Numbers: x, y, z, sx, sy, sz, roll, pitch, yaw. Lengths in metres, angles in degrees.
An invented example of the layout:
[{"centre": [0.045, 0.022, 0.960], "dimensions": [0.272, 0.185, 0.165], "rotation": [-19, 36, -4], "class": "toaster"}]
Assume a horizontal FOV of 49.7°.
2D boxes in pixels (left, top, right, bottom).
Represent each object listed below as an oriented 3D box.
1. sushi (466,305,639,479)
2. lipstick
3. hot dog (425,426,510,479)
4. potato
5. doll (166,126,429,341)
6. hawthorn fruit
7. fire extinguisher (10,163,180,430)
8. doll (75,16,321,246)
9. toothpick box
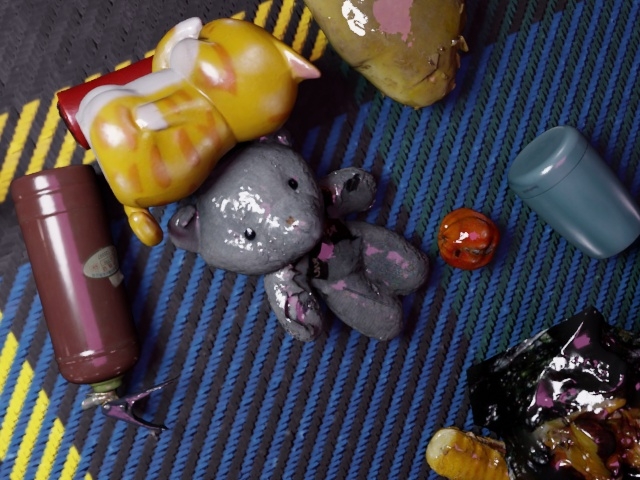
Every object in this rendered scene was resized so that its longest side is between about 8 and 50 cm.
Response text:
[{"centre": [0.358, 0.246, 0.911], "dimensions": [0.227, 0.215, 0.212], "rotation": [27, 45, -28], "class": "sushi"}, {"centre": [-0.208, -0.196, 0.872], "dimensions": [0.241, 0.080, 0.080], "rotation": [-28, 96, -11], "class": "lipstick"}, {"centre": [0.287, 0.340, 0.991], "dimensions": [0.289, 0.068, 0.083], "rotation": [21, 93, -13], "class": "hot dog"}, {"centre": [0.088, -0.314, 0.906], "dimensions": [0.192, 0.141, 0.296], "rotation": [-33, 99, -8], "class": "potato"}, {"centre": [0.000, -0.002, 0.878], "dimensions": [0.340, 0.158, 0.245], "rotation": [34, 75, -10], "class": "doll"}, {"centre": [0.210, -0.001, 0.963], "dimensions": [0.093, 0.093, 0.093], "rotation": [0, 91, -12], "class": "hawthorn fruit"}, {"centre": [-0.268, 0.080, 0.849], "dimensions": [0.138, 0.102, 0.343], "rotation": [-15, 94, -13], "class": "fire extinguisher"}, {"centre": [-0.147, -0.146, 0.778], "dimensions": [0.270, 0.167, 0.162], "rotation": [-41, 121, -4], "class": "doll"}, {"centre": [0.365, -0.063, 0.977], "dimensions": [0.184, 0.120, 0.120], "rotation": [43, 82, -12], "class": "toothpick box"}]
